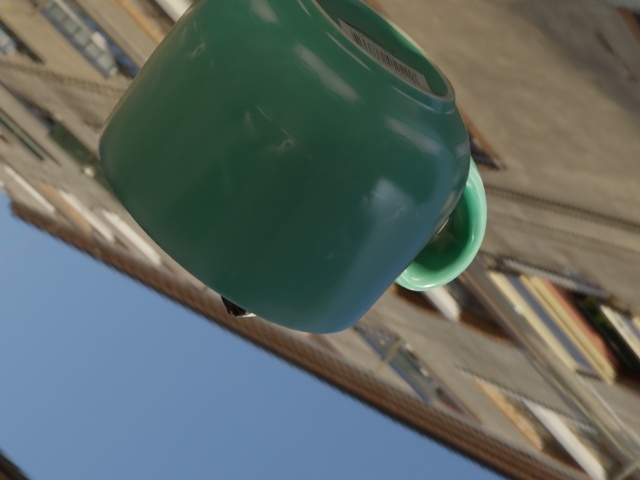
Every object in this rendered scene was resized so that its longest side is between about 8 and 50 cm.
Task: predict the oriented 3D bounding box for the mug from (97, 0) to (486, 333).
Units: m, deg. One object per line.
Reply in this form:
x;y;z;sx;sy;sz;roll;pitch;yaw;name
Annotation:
0.000;-0.043;0.515;0.129;0.158;0.097;47;-68;18;mug

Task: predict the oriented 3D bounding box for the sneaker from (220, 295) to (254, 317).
0.000;0.000;0.764;0.161;0.075;0.057;-44;-124;45;sneaker
